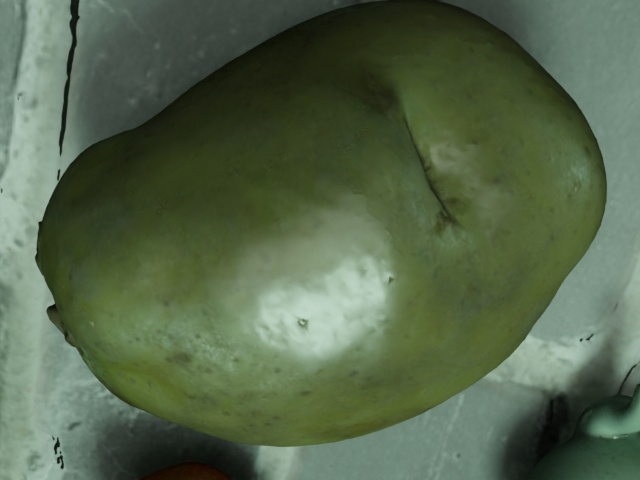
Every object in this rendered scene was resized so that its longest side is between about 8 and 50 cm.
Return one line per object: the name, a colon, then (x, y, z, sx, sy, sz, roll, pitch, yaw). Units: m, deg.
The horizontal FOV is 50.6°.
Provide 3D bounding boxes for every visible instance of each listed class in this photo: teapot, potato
teapot: (0.249, 0.249, 0.532, 0.193, 0.129, 0.294, -8, 88, -9)
potato: (0.000, 0.000, 0.428, 0.326, 0.221, 0.243, -31, 116, 2)

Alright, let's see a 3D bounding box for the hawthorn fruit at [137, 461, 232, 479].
hawthorn fruit: (-0.136, 0.324, 0.602, 0.165, 0.165, 0.285, 17, 123, -3)
